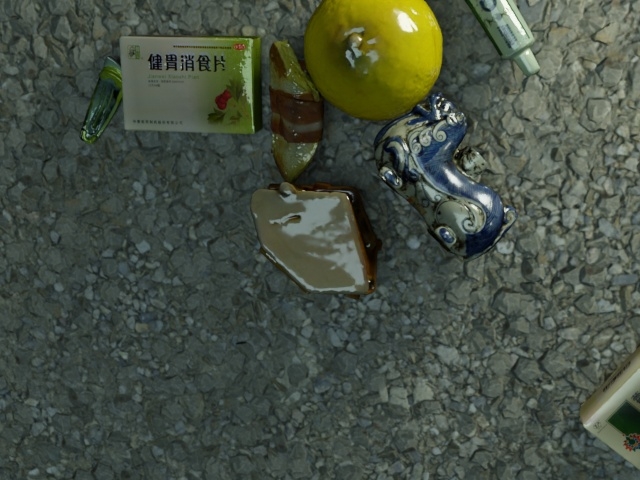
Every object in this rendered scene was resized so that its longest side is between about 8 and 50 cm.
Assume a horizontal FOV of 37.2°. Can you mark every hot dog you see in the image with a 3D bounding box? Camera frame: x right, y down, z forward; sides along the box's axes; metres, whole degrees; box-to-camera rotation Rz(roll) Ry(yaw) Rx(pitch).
[{"bbox_3d":[-0.038,-0.234,1.713,0.093,0.123,0.262,-12,123,-19],"label":"hot dog"}]

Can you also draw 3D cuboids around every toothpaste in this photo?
[{"bbox_3d":[0.260,-0.447,1.616,0.098,0.061,0.392,-31,93,19],"label":"toothpaste"}]

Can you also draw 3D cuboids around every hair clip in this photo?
[{"bbox_3d":[-0.418,-0.266,1.837,0.060,0.033,0.188,30,119,-3],"label":"hair clip"}]

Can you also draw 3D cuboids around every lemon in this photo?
[{"bbox_3d":[0.085,-0.322,1.606,0.240,0.219,0.241,3,102,15],"label":"lemon"}]

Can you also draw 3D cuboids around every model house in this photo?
[{"bbox_3d":[0.000,0.000,1.709,0.199,0.229,0.220,-3,86,11],"label":"model house"}]

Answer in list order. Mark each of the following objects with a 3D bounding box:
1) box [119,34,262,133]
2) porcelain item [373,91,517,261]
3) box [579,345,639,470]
[{"bbox_3d":[-0.240,-0.292,1.773,0.260,0.062,0.175,4,106,13],"label":"box"},{"bbox_3d":[0.227,-0.110,1.688,0.186,0.138,0.288,-42,88,2],"label":"porcelain item"},{"bbox_3d":[0.602,0.294,1.719,0.168,0.095,0.212,38,109,4],"label":"box"}]
